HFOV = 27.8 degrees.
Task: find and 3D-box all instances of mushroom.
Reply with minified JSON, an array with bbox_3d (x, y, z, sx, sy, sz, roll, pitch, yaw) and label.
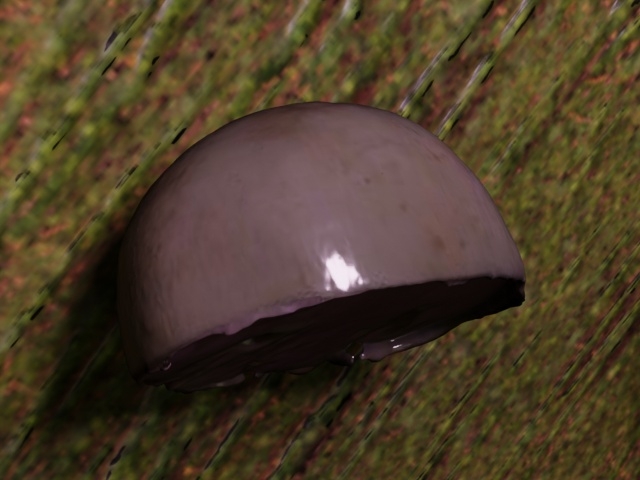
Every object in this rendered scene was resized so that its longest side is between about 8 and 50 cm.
[{"bbox_3d":[0.000,0.000,0.560,0.188,0.141,0.117,2,79,-40],"label":"mushroom"}]
